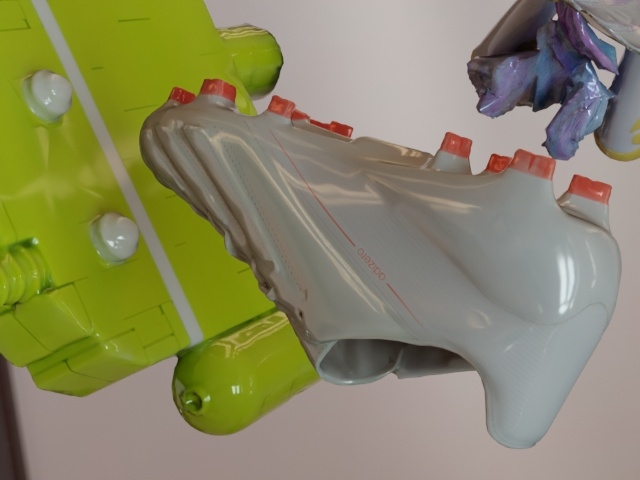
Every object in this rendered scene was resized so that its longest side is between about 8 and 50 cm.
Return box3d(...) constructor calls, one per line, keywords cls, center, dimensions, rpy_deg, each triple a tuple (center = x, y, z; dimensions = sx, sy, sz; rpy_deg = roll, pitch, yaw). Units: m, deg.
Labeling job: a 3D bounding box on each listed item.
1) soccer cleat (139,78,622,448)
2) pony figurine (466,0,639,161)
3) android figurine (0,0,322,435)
box3d(cls="soccer cleat", center=(0.000, 0.000, 0.377), dimensions=(0.068, 0.076, 0.196), rpy_deg=(17, -179, -42))
box3d(cls="pony figurine", center=(0.213, -0.190, 0.736), dimensions=(0.350, 0.303, 0.363), rpy_deg=(-13, 156, -18))
box3d(cls="android figurine", center=(-0.080, -0.034, 0.556), dimensions=(0.056, 0.248, 0.273), rpy_deg=(-26, 176, 29))
